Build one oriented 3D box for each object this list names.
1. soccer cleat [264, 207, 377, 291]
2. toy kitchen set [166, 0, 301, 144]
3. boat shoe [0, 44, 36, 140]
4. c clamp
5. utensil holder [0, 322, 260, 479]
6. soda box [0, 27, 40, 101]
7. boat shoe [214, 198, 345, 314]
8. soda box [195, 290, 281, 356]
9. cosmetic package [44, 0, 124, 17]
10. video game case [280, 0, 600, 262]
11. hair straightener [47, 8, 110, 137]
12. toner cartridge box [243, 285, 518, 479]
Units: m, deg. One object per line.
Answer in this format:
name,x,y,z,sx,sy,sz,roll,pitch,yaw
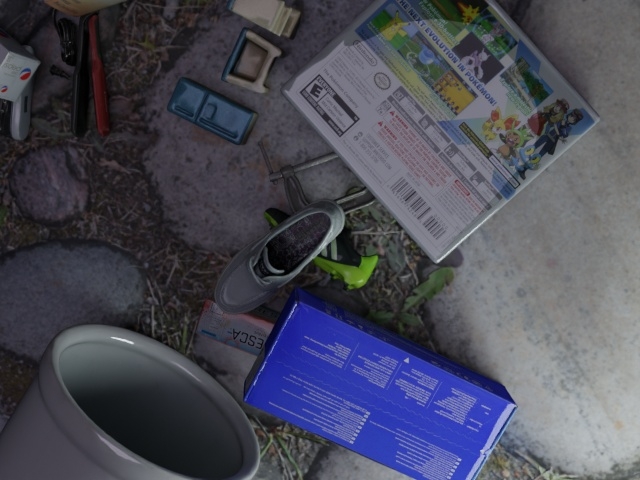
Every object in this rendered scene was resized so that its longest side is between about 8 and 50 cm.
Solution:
soccer cleat,0.000,0.000,1.293,0.179,0.060,0.072,36,76,7
toy kitchen set,-0.131,-0.246,1.218,0.122,0.166,0.207,26,100,4
boat shoe,-0.454,-0.220,1.331,0.040,0.049,0.142,11,101,7
c clamp,0.005,-0.096,1.273,0.160,0.022,0.137,-15,83,-3
utensil holder,-0.320,0.366,1.254,0.327,0.327,0.385,35,104,3
soda box,-0.510,-0.292,1.291,0.216,0.069,0.074,39,102,19
boat shoe,-0.065,0.023,1.230,0.227,0.081,0.079,-40,88,13
soda box,-0.086,0.134,1.314,0.183,0.063,0.058,20,102,5
cosmetic package,-0.233,-0.413,1.204,0.296,0.153,0.129,-18,94,5
video game case,0.162,-0.187,1.237,0.300,0.036,0.329,-42,89,6
hair straightener,-0.362,-0.264,1.311,0.089,0.047,0.230,-4,97,9
toner cartridge box,0.082,0.215,1.255,0.347,0.075,0.165,27,101,-10
